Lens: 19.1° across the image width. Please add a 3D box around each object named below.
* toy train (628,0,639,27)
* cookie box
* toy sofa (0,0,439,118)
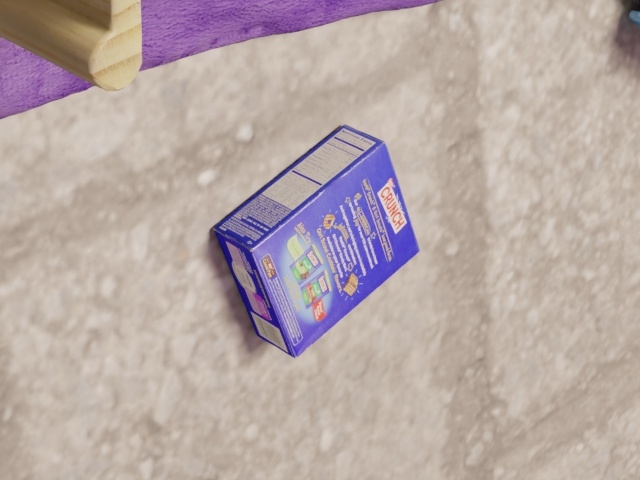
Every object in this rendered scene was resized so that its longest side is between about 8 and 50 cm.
[{"bbox_3d":[0.284,-0.142,1.260,0.184,0.105,0.080,18,98,-47],"label":"toy train"},{"bbox_3d":[0.000,0.000,1.112,0.107,0.040,0.092,-39,133,-22],"label":"cookie box"},{"bbox_3d":[-0.003,-0.158,0.943,0.362,0.150,0.177,-19,122,-37],"label":"toy sofa"}]
